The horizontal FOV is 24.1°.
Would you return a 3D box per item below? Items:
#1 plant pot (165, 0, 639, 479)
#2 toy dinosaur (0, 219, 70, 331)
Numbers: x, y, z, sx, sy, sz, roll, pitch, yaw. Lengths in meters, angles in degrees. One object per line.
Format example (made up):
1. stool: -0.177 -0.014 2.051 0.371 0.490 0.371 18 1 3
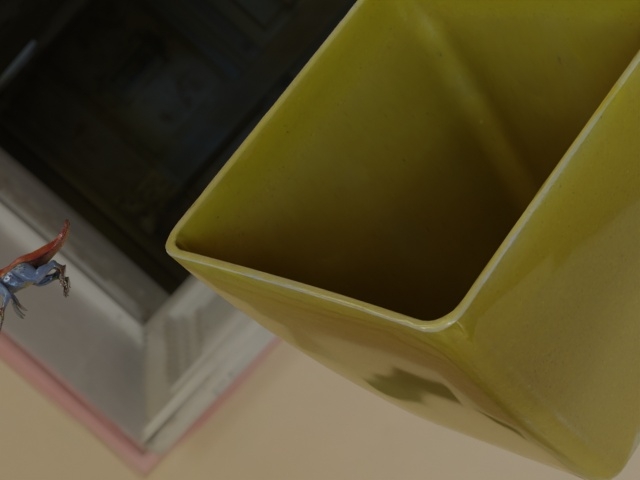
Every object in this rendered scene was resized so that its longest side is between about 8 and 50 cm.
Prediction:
1. plant pot: 0.093 0.000 0.763 0.212 0.212 0.187 14 150 50
2. toy dinosaur: -0.230 0.029 1.124 0.082 0.090 0.047 4 168 0
